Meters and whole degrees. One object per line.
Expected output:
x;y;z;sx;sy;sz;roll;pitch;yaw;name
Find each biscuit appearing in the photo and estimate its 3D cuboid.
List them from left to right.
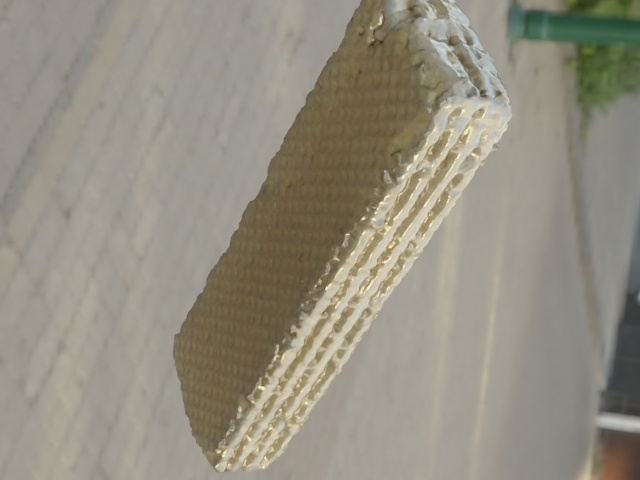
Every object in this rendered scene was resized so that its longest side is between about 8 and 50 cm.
0.000;0.000;1.088;0.426;0.078;0.144;-57;-138;38;biscuit
